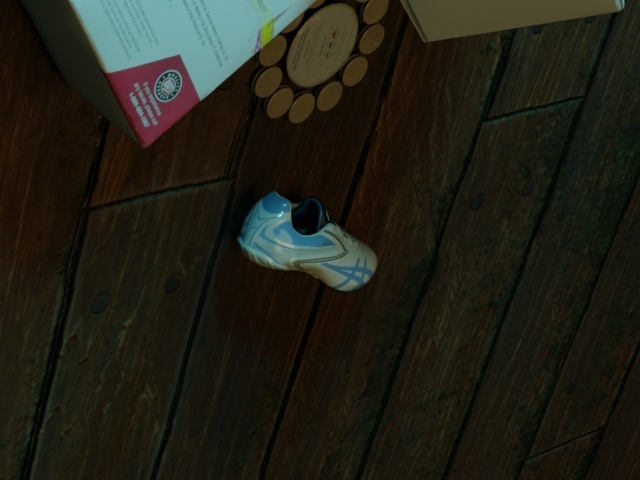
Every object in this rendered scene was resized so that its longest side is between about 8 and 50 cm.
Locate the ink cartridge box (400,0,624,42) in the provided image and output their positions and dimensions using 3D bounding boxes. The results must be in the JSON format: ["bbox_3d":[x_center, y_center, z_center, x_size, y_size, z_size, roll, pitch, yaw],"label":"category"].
[{"bbox_3d":[0.158,-0.354,1.796,0.197,0.198,0.270,55,32,-57],"label":"ink cartridge box"}]

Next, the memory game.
[{"bbox_3d":[0.000,-0.203,2.041,0.186,0.012,0.186,-32,143,-28],"label":"memory game"}]

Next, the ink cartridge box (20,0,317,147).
[{"bbox_3d":[-0.112,-0.266,1.732,0.306,0.131,0.226,-43,146,-16],"label":"ink cartridge box"}]

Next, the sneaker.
[{"bbox_3d":[0.000,0.000,2.173,0.086,0.085,0.237,-54,149,13],"label":"sneaker"}]
